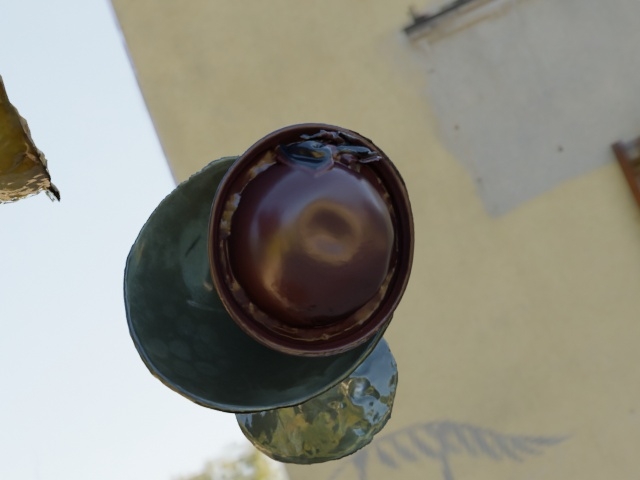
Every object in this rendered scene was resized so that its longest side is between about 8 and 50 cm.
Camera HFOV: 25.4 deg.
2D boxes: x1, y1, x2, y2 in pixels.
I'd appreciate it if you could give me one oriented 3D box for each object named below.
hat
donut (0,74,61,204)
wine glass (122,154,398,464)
[{"bbox_3d":[0.000,0.000,1.225,0.205,0.205,0.089,-17,6,-19],"label":"hat"},{"bbox_3d":[-0.362,-0.165,1.027,0.163,0.377,0.435,-34,-28,-16],"label":"donut"},{"bbox_3d":[-0.036,0.099,1.511,0.267,0.267,0.406,-21,-20,-1],"label":"wine glass"}]
